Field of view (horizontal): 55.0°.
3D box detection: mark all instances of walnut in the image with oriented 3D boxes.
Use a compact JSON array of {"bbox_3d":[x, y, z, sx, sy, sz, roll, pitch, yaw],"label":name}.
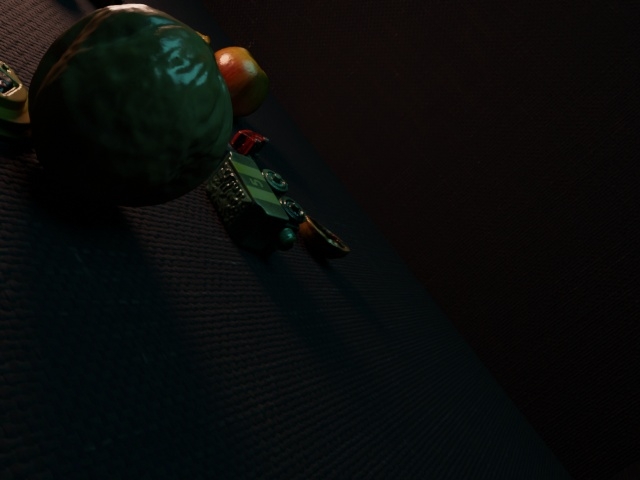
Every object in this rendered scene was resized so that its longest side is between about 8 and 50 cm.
[{"bbox_3d":[-0.338,-0.235,1.120,0.381,0.381,0.381,45,14,-15],"label":"walnut"},{"bbox_3d":[-0.003,0.001,2.106,0.211,0.087,0.167,36,12,-27],"label":"walnut"}]

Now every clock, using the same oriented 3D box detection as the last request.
[{"bbox_3d":[-0.592,-0.276,1.092,0.237,0.057,0.237,45,15,-16],"label":"clock"}]

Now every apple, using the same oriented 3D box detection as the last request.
[{"bbox_3d":[-0.337,-0.630,2.445,0.286,0.233,0.286,47,11,-12],"label":"apple"}]

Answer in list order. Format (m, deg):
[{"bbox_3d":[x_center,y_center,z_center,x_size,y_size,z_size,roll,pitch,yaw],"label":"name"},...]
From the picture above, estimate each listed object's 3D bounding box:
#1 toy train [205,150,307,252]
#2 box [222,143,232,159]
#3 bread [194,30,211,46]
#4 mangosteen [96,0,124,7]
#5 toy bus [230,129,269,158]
[{"bbox_3d":[-0.181,-0.097,1.699,0.238,0.167,0.299,15,34,-49],"label":"toy train"},{"bbox_3d":[-0.374,-0.331,1.908,0.103,0.055,0.243,56,15,24],"label":"box"},{"bbox_3d":[-0.486,-0.705,2.315,0.121,0.174,0.245,40,8,-17],"label":"bread"},{"bbox_3d":[-0.723,-0.905,2.079,0.215,0.215,0.258,4,68,-71],"label":"mangosteen"},{"bbox_3d":[-0.262,-0.363,2.300,0.089,0.081,0.195,39,15,0],"label":"toy bus"}]
